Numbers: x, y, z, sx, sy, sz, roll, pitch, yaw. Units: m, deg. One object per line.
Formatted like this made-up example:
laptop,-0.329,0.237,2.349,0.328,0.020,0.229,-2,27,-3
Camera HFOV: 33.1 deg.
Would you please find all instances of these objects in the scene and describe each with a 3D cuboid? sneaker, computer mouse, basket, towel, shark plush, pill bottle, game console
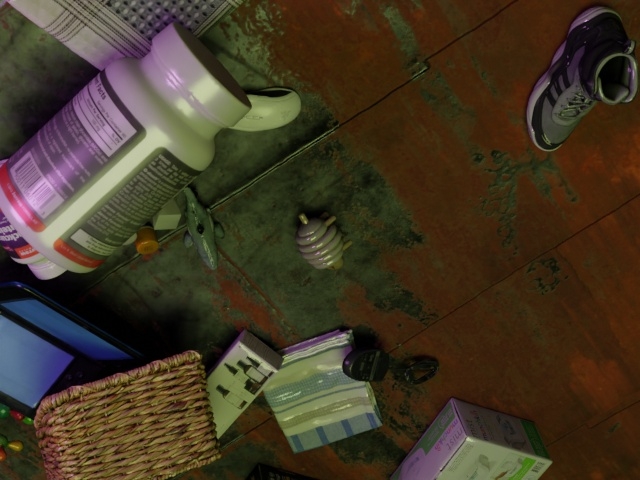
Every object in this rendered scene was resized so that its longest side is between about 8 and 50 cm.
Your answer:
sneaker,0.435,-0.242,1.787,0.101,0.153,0.268,10,122,-19
computer mouse,0.137,0.246,2.127,0.242,0.041,0.071,11,100,-37
basket,-0.358,0.312,1.940,0.299,0.213,0.222,-17,106,-25
computer mouse,-0.125,-0.210,1.758,0.193,0.042,0.106,-7,125,-7
towel,-0.265,-0.388,1.553,0.312,0.056,0.324,-36,137,13
towel,-0.001,0.309,2.164,0.209,0.034,0.285,-18,127,2
shark plush,-0.200,-0.029,1.855,0.073,0.067,0.161,-5,126,-8
pill bottle,-0.483,-0.030,1.767,0.108,0.108,0.193,-24,127,5
game console,-0.497,0.207,1.886,0.293,0.173,0.250,37,93,-31
pill bottle,-0.290,-0.139,1.606,0.363,0.210,0.210,-41,124,9

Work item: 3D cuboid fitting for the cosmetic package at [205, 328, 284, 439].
cosmetic package,-0.182,0.290,2.074,0.099,0.060,0.239,38,112,-4

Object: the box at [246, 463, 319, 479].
box,-0.014,0.623,2.206,0.257,0.322,0.079,23,116,-26

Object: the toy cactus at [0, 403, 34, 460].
toy cactus,-0.647,0.327,2.004,0.219,0.112,0.180,-6,117,2

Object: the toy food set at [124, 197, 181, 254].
toy food set,-0.296,-0.084,1.799,0.111,0.104,0.232,-4,145,-26

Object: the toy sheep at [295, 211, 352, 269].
toy sheep,0.000,0.000,1.913,0.091,0.091,0.132,-31,112,11

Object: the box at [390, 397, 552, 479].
box,0.318,0.494,2.307,0.231,0.126,0.262,19,119,-23
